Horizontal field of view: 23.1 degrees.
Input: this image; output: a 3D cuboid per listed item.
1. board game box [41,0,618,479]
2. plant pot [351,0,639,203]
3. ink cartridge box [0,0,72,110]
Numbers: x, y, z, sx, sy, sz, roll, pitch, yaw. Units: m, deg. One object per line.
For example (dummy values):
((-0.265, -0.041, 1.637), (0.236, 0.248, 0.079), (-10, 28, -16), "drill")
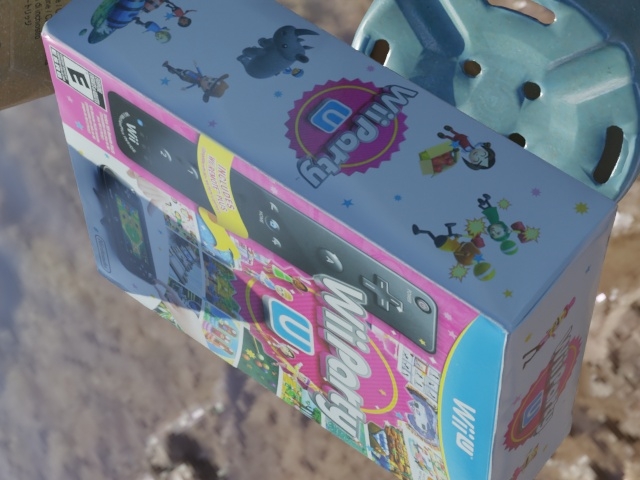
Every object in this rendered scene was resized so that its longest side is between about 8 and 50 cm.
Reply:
((0.000, 0.000, 0.859), (0.303, 0.097, 0.224), (32, 151, 23), "board game box")
((0.198, -0.192, 1.356), (0.341, 0.334, 0.341), (15, 130, 19), "plant pot")
((-0.217, -0.214, 0.898), (0.193, 0.088, 0.235), (59, 155, 24), "ink cartridge box")
